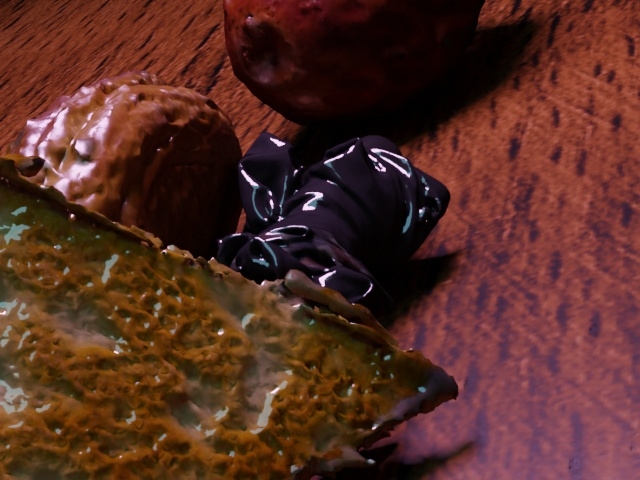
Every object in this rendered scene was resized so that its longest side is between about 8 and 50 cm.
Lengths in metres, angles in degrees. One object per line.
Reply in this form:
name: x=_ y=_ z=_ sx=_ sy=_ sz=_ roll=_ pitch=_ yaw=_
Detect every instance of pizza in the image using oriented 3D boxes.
pizza: x=-0.105 y=0.052 z=0.959 sx=0.287 sy=0.251 sz=0.074 roll=-24 pitch=-13 yaw=-26

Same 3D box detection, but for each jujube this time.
jujube: x=0.040 y=-0.196 z=1.546 sx=0.197 sy=0.197 sz=0.290 roll=-6 pitch=23 yaw=37

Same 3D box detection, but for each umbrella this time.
umbrella: x=-0.001 y=0.000 z=1.151 sx=0.122 sy=0.110 sz=0.272 roll=-4 pitch=24 yaw=17

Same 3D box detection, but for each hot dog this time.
hot dog: x=-0.174 y=0.019 z=1.175 sx=0.267 sy=0.174 sz=0.387 roll=-25 pitch=16 yaw=23
